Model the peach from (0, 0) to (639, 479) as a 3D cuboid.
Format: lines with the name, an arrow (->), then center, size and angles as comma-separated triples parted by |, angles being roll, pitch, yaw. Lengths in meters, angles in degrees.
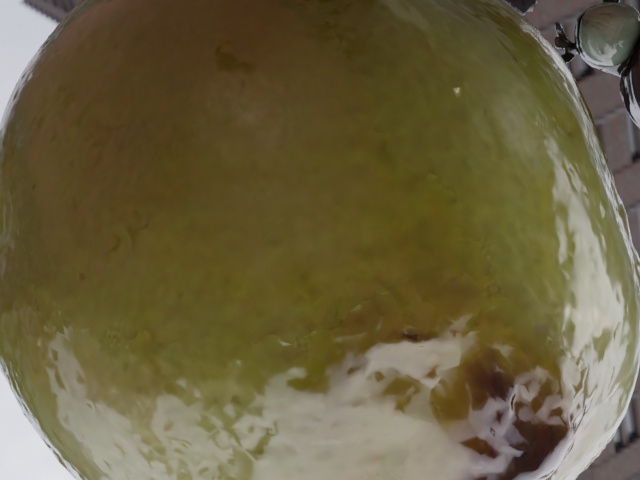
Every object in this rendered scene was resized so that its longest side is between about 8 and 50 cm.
peach -> -0.006, -0.002, 0.594 | 0.314, 0.281, 0.315 | -7, -147, 5

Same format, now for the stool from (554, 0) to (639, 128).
stool -> 0.315, -0.162, 1.143 | 0.217, 0.125, 0.121 | 31, -179, 10

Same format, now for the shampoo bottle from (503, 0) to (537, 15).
shampoo bottle -> 0.123, -0.233, 1.151 | 0.067, 0.068, 0.236 | -63, -162, 3
